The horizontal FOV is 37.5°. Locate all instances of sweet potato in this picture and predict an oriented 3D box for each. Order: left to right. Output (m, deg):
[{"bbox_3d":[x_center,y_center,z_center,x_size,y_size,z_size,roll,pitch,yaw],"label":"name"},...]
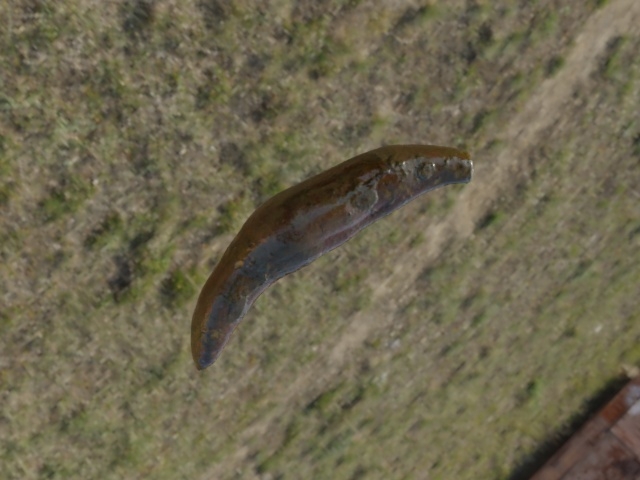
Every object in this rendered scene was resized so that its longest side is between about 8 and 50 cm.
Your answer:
[{"bbox_3d":[-0.008,-0.006,0.684,0.255,0.058,0.078,-36,117,-1],"label":"sweet potato"}]
